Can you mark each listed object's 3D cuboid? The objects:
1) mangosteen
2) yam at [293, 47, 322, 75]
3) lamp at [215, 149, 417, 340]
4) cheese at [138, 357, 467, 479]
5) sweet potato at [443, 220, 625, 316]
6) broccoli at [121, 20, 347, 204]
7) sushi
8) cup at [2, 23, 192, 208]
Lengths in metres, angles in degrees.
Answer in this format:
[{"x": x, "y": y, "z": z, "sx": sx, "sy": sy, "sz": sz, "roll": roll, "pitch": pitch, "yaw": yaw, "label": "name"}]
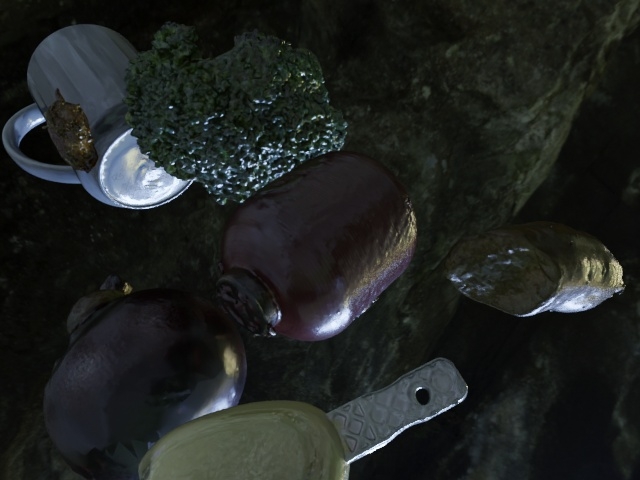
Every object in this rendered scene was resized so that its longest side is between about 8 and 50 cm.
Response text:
[{"x": -0.262, "y": 0.202, "z": 0.718, "sx": 0.293, "sy": 0.297, "sz": 0.297, "roll": 41, "pitch": -111, "yaw": -9, "label": "mangosteen"}, {"x": -0.064, "y": -0.263, "z": 0.858, "sx": 0.068, "sy": 0.169, "sz": 0.068, "roll": 12, "pitch": -113, "yaw": -30, "label": "yam"}, {"x": 0.000, "y": 0.000, "z": 0.533, "sx": 0.180, "sy": 0.180, "sz": 0.258, "roll": 51, "pitch": -127, "yaw": 2, "label": "lamp"}, {"x": -0.008, "y": 0.156, "z": 0.359, "sx": 0.252, "sy": 0.054, "sz": 0.127, "roll": -28, "pitch": -127, "yaw": -3, "label": "cheese"}, {"x": 0.370, "y": 0.044, "z": 0.784, "sx": 0.370, "sy": 0.158, "sz": 0.157, "roll": 2, "pitch": -106, "yaw": -35, "label": "sweet potato"}, {"x": -0.123, "y": -0.170, "z": 0.678, "sx": 0.288, "sy": 0.260, "sz": 0.235, "roll": 40, "pitch": -104, "yaw": -35, "label": "broccoli"}, {"x": -0.344, "y": -0.150, "z": 0.673, "sx": 0.061, "sy": 0.060, "sz": 0.117, "roll": -40, "pitch": -74, "yaw": -36, "label": "sushi"}, {"x": -0.424, "y": -0.214, "z": 0.926, "sx": 0.323, "sy": 0.236, "sz": 0.327, "roll": -33, "pitch": -120, "yaw": -15, "label": "cup"}]
